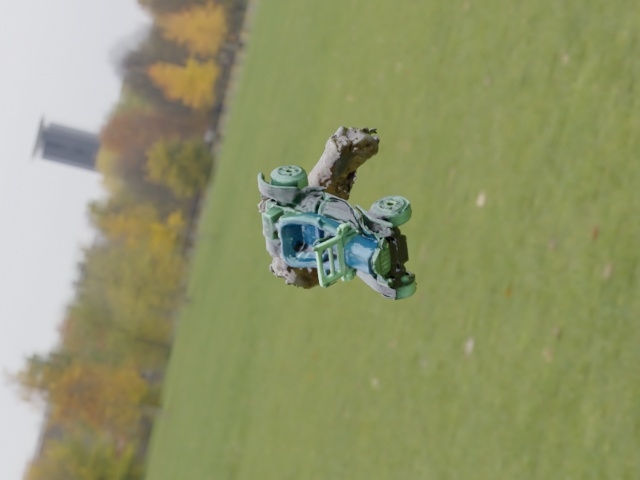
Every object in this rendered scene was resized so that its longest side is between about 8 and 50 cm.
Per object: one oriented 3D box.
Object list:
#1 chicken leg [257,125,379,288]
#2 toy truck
[{"bbox_3d":[-0.003,-0.036,1.651,0.080,0.125,0.196,-113,17,-46],"label":"chicken leg"},{"bbox_3d":[0.001,0.001,1.241,0.078,0.154,0.080,-30,-54,-37],"label":"toy truck"}]
